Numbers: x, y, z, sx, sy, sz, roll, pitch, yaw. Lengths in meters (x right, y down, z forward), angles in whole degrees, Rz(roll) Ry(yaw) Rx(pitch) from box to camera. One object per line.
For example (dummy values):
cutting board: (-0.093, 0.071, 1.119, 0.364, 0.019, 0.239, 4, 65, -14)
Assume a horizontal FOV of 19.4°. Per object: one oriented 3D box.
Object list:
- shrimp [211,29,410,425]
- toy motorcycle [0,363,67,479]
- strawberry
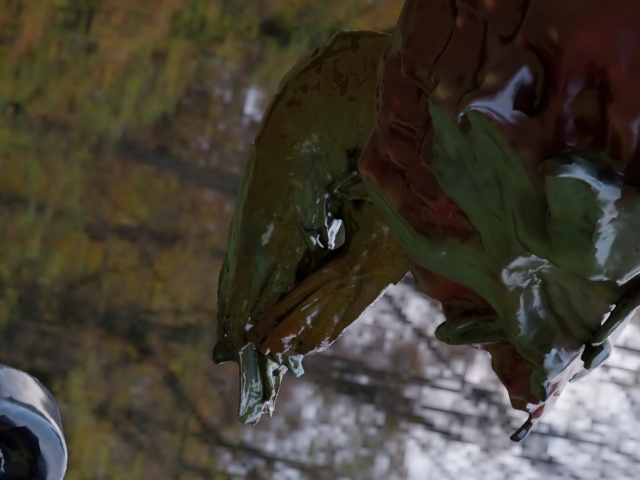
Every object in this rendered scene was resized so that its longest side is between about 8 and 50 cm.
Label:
shrimp: (-0.001, 0.000, 0.922, 0.115, 0.051, 0.217, 39, -66, 41)
toy motorcycle: (-0.156, 0.085, 0.543, 0.127, 0.275, 0.205, -30, -134, 13)
strawberry: (0.125, -0.087, 0.676, 0.280, 0.150, 0.253, -47, 170, -13)
